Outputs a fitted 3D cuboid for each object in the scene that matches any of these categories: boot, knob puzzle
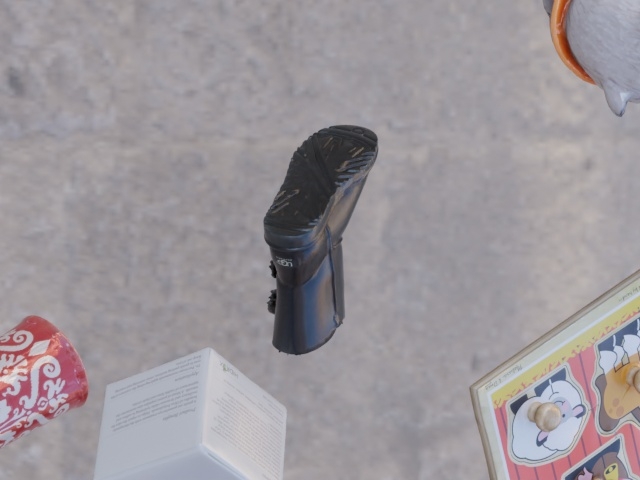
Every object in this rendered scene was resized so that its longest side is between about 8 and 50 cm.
[{"bbox_3d":[0.000,0.000,2.097,0.246,0.094,0.207,-59,156,-43],"label":"boot"},{"bbox_3d":[0.191,0.139,1.130,0.213,0.030,0.213,-10,107,-35],"label":"knob puzzle"}]

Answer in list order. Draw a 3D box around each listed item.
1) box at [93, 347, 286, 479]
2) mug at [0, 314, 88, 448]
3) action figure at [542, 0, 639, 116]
[{"bbox_3d":[-0.093,0.149,1.228,0.102,0.101,0.087,43,37,-39],"label":"box"},{"bbox_3d":[-0.343,0.181,1.784,0.169,0.113,0.150,-33,137,-38],"label":"mug"},{"bbox_3d":[0.248,-0.137,1.093,0.341,0.178,0.330,52,29,1],"label":"action figure"}]
